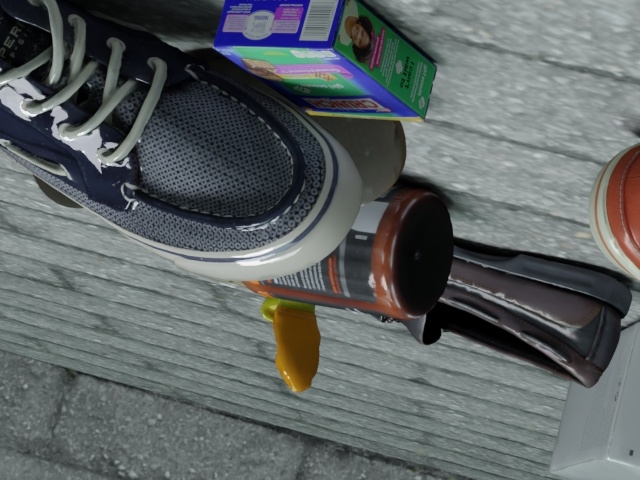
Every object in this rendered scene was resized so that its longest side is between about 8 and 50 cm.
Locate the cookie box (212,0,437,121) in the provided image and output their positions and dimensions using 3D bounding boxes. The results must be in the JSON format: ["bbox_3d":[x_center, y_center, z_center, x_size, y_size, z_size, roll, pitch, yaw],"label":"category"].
[{"bbox_3d":[0.004,-0.110,1.016,0.091,0.040,0.107,6,165,37],"label":"cookie box"}]

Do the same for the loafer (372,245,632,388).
[{"bbox_3d":[0.115,0.055,1.471,0.302,0.095,0.109,10,166,27],"label":"loafer"}]

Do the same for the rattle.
[{"bbox_3d":[-0.081,0.069,1.705,0.199,0.143,0.130,4,-178,24],"label":"rattle"}]

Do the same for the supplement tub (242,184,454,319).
[{"bbox_3d":[0.000,0.000,1.356,0.197,0.106,0.106,8,165,32],"label":"supplement tub"}]

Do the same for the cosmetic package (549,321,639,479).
[{"bbox_3d":[0.364,0.184,1.623,0.224,0.138,0.225,17,166,-3],"label":"cosmetic package"}]

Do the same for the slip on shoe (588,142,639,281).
[{"bbox_3d":[0.325,0.027,1.056,0.331,0.123,0.101,25,161,-18],"label":"slip on shoe"}]

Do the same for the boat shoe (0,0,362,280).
[{"bbox_3d":[-0.141,-0.083,1.050,0.340,0.127,0.158,20,169,35],"label":"boat shoe"}]

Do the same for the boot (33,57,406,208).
[{"bbox_3d":[-0.058,-0.076,1.191,0.305,0.112,0.115,2,-168,35],"label":"boot"}]
